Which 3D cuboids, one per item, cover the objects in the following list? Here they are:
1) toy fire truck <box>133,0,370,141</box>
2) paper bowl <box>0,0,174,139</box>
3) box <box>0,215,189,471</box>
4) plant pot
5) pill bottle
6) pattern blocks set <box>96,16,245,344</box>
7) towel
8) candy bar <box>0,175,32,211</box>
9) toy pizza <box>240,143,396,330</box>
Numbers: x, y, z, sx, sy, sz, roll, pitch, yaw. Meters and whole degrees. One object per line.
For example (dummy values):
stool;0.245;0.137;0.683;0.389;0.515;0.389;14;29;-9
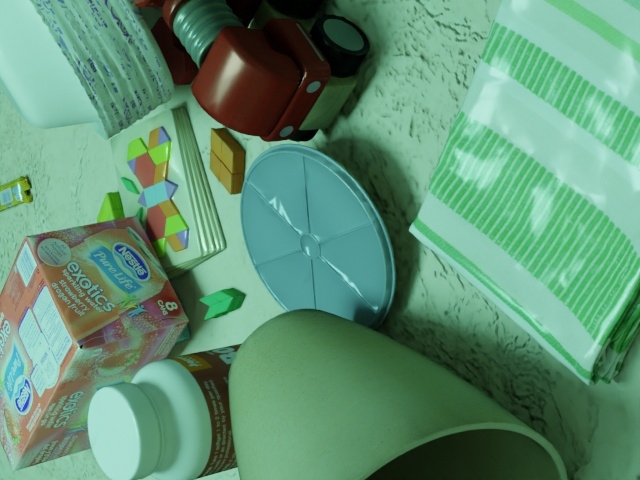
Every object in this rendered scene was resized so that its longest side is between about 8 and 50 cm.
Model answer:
toy fire truck;-0.100;-0.207;1.193;0.217;0.246;0.158;58;134;26
paper bowl;-0.284;-0.229;1.338;0.284;0.148;0.284;53;169;15
box;-0.285;0.124;1.516;0.154;0.142;0.300;61;142;23
plant pot;0.028;0.182;1.136;0.274;0.257;0.256;48;130;49
pill bottle;-0.113;0.169;1.291;0.121;0.216;0.121;10;103;47
pattern blocks set;-0.177;-0.052;1.475;0.285;0.026;0.324;-40;67;45
towel;0.200;-0.081;1.029;0.248;0.038;0.324;43;126;37
candy bar;-0.434;-0.055;1.776;0.161;0.018;0.040;-14;89;49
toy pizza;0.000;0.000;1.257;0.201;0.032;0.201;25;129;36
